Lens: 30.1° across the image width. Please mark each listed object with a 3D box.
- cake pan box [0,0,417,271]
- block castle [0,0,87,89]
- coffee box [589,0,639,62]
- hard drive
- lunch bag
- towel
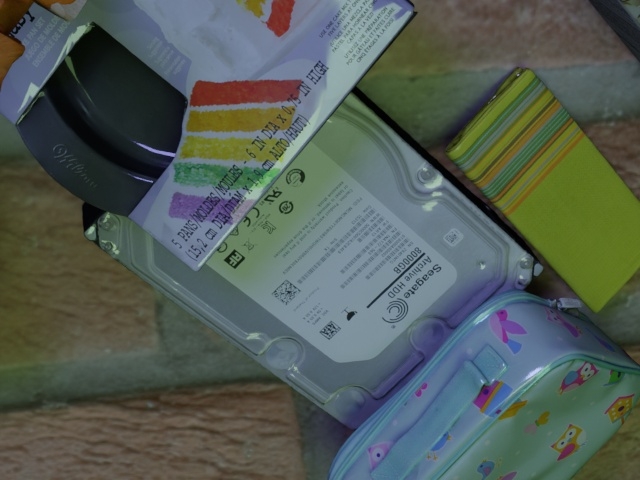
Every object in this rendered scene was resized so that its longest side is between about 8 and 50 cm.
[{"bbox_3d":[-0.105,-0.146,0.874,0.246,0.070,0.267,41,103,-4],"label":"cake pan box"},{"bbox_3d":[-0.252,-0.261,0.668,0.303,0.213,0.453,35,89,-40],"label":"block castle"},{"bbox_3d":[0.298,-0.213,0.906,0.168,0.119,0.297,-46,133,11],"label":"coffee box"},{"bbox_3d":[0.000,0.000,1.022,0.237,0.064,0.339,-44,119,11],"label":"hard drive"},{"bbox_3d":[0.150,0.168,1.080,0.224,0.108,0.279,21,114,-48],"label":"lunch bag"},{"bbox_3d":[0.213,-0.041,1.064,0.102,0.021,0.237,-46,118,0],"label":"towel"}]
